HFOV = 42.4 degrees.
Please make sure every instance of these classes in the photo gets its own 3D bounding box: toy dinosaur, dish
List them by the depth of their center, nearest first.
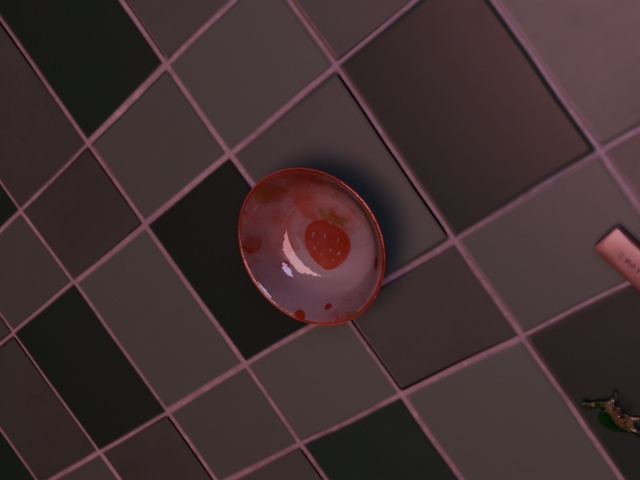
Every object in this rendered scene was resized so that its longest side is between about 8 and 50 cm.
[{"bbox_3d":[0.449,0.271,1.231,0.120,0.029,0.060,40,139,1],"label":"toy dinosaur"},{"bbox_3d":[0.000,0.000,1.316,0.260,0.085,0.260,11,114,26],"label":"dish"}]

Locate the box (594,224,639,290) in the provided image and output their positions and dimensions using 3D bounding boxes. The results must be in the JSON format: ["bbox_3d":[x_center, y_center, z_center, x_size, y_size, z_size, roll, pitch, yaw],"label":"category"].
[{"bbox_3d":[0.435,0.033,1.135,0.115,0.025,0.048,44,125,5],"label":"box"}]
